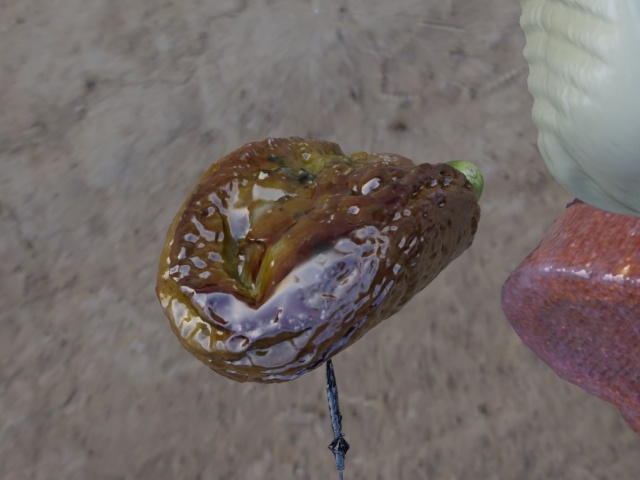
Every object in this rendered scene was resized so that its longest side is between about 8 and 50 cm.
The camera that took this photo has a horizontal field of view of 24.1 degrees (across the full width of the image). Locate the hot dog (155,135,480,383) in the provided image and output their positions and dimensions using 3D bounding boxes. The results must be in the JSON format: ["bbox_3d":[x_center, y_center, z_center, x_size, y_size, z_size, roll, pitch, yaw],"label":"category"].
[{"bbox_3d":[0.000,0.000,1.493,0.266,0.387,0.174,7,114,30],"label":"hot dog"}]

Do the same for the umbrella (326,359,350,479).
[{"bbox_3d":[0.014,0.174,1.452,0.022,0.022,0.149,-2,76,-41],"label":"umbrella"}]

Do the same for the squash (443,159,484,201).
[{"bbox_3d":[0.114,-0.028,1.752,0.066,0.066,0.229,44,138,-6],"label":"squash"}]

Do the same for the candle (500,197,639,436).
[{"bbox_3d":[0.328,0.094,1.360,0.317,0.287,0.131,39,63,4],"label":"candle"}]

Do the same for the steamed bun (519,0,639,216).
[{"bbox_3d":[0.231,-0.152,0.729,0.272,0.290,0.274,-7,90,3],"label":"steamed bun"}]
